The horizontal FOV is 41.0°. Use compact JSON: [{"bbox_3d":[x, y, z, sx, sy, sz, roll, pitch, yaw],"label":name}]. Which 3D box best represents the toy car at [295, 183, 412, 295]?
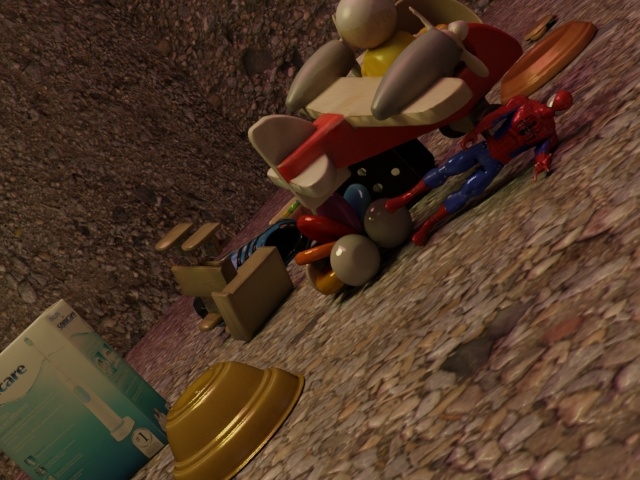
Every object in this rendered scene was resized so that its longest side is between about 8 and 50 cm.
[{"bbox_3d":[0.035,-0.011,1.282,0.182,0.136,0.159,-47,8,-24],"label":"toy car"}]

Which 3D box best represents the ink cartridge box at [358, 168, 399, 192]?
[{"bbox_3d":[0.109,-0.156,1.844,0.203,0.086,0.148,-39,9,23],"label":"ink cartridge box"}]

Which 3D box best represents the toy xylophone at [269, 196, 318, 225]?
[{"bbox_3d":[-0.016,-0.108,2.152,0.236,0.081,0.323,-48,3,-30],"label":"toy xylophone"}]

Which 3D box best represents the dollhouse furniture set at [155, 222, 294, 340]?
[{"bbox_3d":[-0.203,0.096,1.663,0.242,0.212,0.161,-1,34,37],"label":"dollhouse furniture set"}]

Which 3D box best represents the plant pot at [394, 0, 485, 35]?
[{"bbox_3d":[0.230,-0.384,1.992,0.256,0.256,0.274,-48,-6,-29],"label":"plant pot"}]

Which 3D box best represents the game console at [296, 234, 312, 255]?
[{"bbox_3d":[0.000,0.000,1.844,0.122,0.071,0.107,-155,82,-82],"label":"game console"}]

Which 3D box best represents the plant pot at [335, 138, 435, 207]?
[{"bbox_3d":[0.088,-0.116,1.478,0.187,0.188,0.167,-42,21,13],"label":"plant pot"}]

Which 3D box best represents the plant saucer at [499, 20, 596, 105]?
[{"bbox_3d":[0.384,-0.312,1.477,0.200,0.037,0.200,-42,9,8],"label":"plant saucer"}]

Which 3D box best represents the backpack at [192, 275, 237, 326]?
[{"bbox_3d":[-0.215,0.135,1.897,0.114,0.105,0.084,-43,-14,7],"label":"backpack"}]

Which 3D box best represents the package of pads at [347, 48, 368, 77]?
[{"bbox_3d":[0.239,-0.455,2.237,0.296,0.229,0.101,-46,8,-13],"label":"package of pads"}]

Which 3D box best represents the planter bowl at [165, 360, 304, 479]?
[{"bbox_3d":[-0.129,0.218,1.076,0.217,0.090,0.217,-43,9,8],"label":"planter bowl"}]

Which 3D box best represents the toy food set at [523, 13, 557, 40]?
[{"bbox_3d":[0.473,-0.458,1.845,0.082,0.020,0.083,-45,8,-11],"label":"toy food set"}]

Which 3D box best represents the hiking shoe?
[{"bbox_3d":[-0.157,0.050,1.984,0.304,0.113,0.132,-45,7,-12],"label":"hiking shoe"}]

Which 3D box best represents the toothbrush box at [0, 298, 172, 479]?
[{"bbox_3d":[-0.423,0.284,1.444,0.216,0.295,0.126,-44,8,6],"label":"toothbrush box"}]

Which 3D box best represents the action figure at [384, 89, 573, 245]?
[{"bbox_3d":[0.194,-0.087,1.065,0.280,0.091,0.139,-40,2,30],"label":"action figure"}]

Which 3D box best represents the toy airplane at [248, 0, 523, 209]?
[{"bbox_3d":[0.067,-0.218,1.219,0.386,0.272,0.384,-8,20,27],"label":"toy airplane"}]
